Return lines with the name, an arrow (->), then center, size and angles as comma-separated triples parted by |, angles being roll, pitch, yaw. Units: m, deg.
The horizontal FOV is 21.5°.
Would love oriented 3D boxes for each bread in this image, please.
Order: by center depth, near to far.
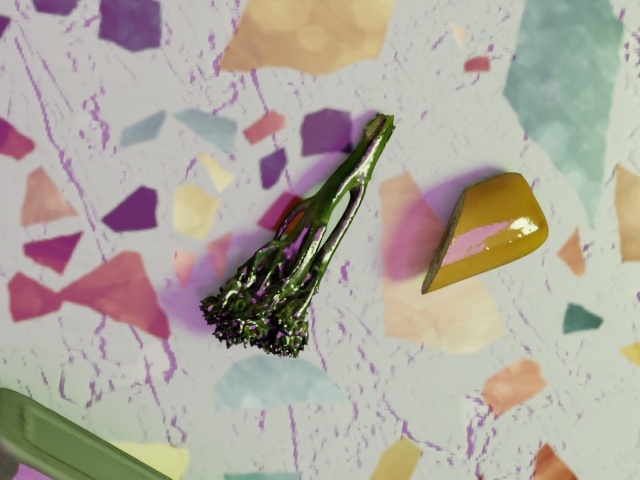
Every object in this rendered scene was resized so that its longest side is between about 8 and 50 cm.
bread -> 0.111, -0.007, 1.212 | 0.103, 0.049, 0.062 | -21, 104, -6

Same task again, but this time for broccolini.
broccolini -> -0.007, -0.004, 1.205 | 0.074, 0.058, 0.201 | 39, 78, -29

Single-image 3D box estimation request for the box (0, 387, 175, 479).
box -> -0.177, 0.335, 1.179 | 0.352, 0.177, 0.344 | 32, 92, -13
